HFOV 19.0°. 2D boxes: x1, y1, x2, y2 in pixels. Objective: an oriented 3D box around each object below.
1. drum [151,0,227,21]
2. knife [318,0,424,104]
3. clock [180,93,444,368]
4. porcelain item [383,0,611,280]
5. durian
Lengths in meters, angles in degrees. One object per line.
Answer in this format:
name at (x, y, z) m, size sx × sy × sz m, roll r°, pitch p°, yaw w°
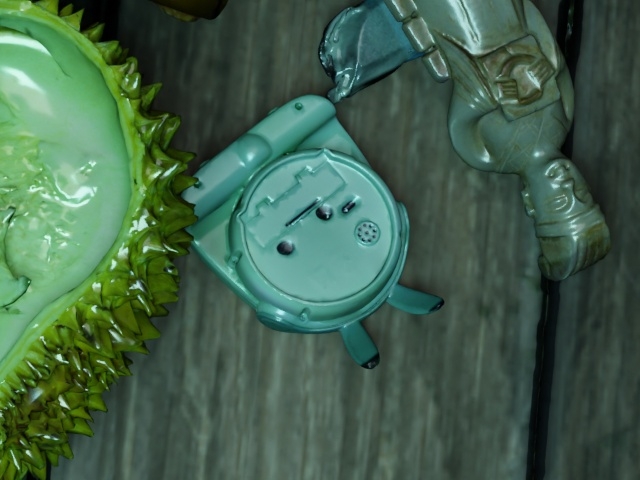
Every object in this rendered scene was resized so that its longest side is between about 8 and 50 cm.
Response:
drum at (-0.081, -0.319, 0.849) m, size 0.214 × 0.431 × 0.431 m, roll 18°, pitch 74°, yaw -4°
knife at (0.119, -0.157, 1.040) m, size 0.296 × 0.026 × 0.044 m, roll -29°, pitch 85°, yaw -16°
clock at (0.000, 0.000, 0.974) m, size 0.101 × 0.041 × 0.135 m, roll -40°, pitch 85°, yaw -15°
porcelain item at (0.094, -0.081, 0.984) m, size 0.084 × 0.054 × 0.213 m, roll -25°, pitch 92°, yaw -14°
durian at (-0.167, 0.004, 0.881) m, size 0.200 × 0.176 × 0.237 m, roll 32°, pitch 79°, yaw -10°
